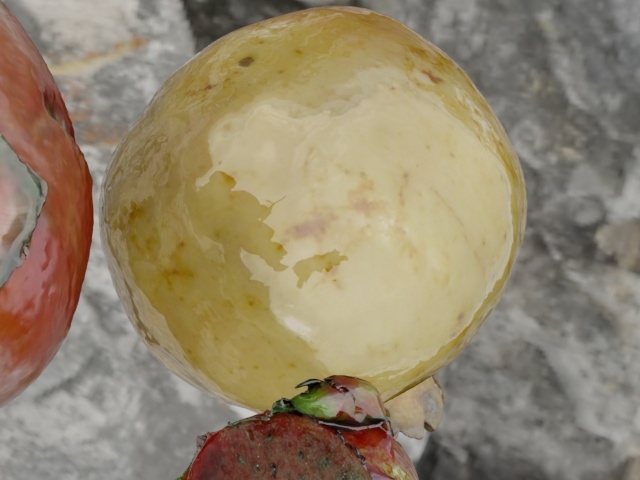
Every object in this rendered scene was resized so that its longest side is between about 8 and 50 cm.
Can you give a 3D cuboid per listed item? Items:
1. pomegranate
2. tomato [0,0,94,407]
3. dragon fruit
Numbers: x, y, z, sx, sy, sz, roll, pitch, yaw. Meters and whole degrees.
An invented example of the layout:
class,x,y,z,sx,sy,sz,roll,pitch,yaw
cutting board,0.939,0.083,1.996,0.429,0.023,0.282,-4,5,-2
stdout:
class,x,y,z,sx,sy,sz,roll,pitch,yaw
pomegranate,0.000,0.000,1.175,0.343,0.342,0.342,-14,112,-39
tomato,-0.201,-0.002,0.698,0.170,0.309,0.309,19,89,-31
dragon fruit,-0.003,0.115,0.661,0.175,0.142,0.138,-20,127,-75
